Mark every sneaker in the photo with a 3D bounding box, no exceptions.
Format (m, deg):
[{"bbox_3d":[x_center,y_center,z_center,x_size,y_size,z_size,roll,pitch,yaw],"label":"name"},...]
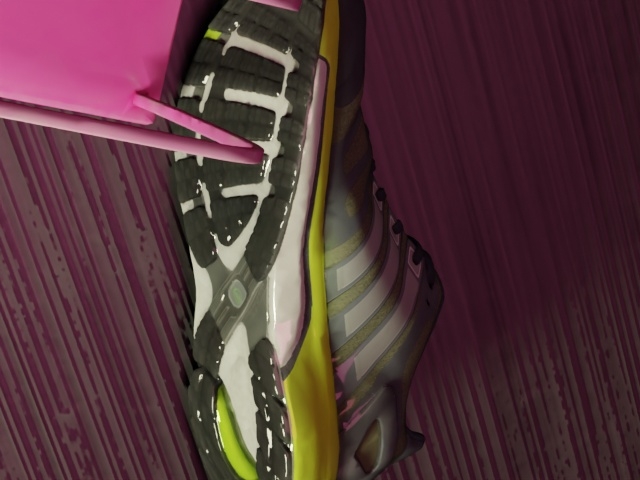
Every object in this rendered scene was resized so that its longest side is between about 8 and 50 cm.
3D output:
[{"bbox_3d":[0.000,0.000,1.001,0.121,0.111,0.300,-14,116,-37],"label":"sneaker"}]

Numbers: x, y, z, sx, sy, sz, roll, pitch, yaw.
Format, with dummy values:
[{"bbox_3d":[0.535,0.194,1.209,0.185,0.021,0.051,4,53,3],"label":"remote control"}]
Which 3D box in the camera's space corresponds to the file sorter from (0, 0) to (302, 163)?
[{"bbox_3d":[-0.099,-0.194,0.832,0.202,0.182,0.291,10,98,-31],"label":"file sorter"}]
